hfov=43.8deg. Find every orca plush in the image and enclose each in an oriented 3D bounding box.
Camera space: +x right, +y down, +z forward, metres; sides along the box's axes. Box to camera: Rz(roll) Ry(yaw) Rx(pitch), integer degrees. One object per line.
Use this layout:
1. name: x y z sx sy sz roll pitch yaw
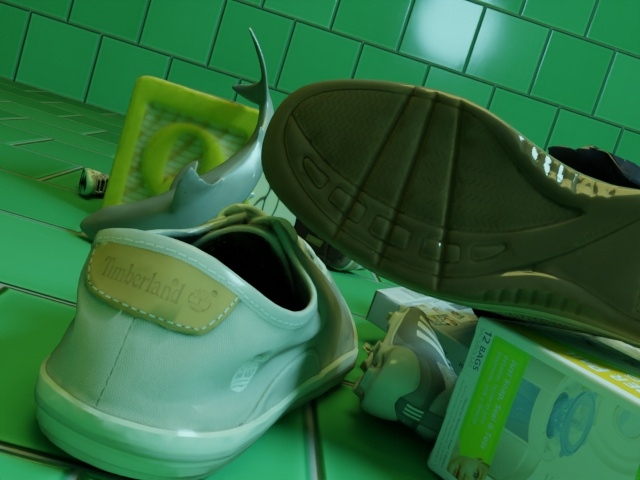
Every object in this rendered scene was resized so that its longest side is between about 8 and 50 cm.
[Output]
1. orca plush: 0.193 0.039 0.657 0.151 0.102 0.287 4 -26 -16

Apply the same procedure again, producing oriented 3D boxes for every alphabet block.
1. alphabet block: -0.135 -0.090 1.039 0.193 0.192 0.197 18 7 15

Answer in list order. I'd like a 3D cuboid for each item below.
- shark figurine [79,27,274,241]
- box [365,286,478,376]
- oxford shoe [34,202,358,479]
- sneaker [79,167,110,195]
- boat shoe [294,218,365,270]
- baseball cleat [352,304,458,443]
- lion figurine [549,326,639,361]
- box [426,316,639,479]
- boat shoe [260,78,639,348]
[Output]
1. shark figurine: -0.114 -0.076 0.835 0.166 0.278 0.116 39 -10 18
2. box: 0.160 0.101 0.798 0.186 0.038 0.145 30 21 36
3. oxford shoe: -0.050 0.038 0.591 0.169 0.130 0.449 17 7 9
4. sneaker: -0.303 -0.079 1.124 0.069 0.038 0.098 14 10 -20
5. boat shoe: 0.000 0.000 1.197 0.072 0.068 0.190 26 10 -45
6. baseball cleat: 0.082 0.113 0.638 0.109 0.072 0.206 32 15 5
7. lion figurine: 0.304 0.079 0.958 0.240 0.142 0.392 22 -13 19
8. box: 0.178 0.136 0.466 0.103 0.114 0.203 11 12 -35
9. boat shoe: 0.122 -0.002 0.521 0.341 0.121 0.110 23 -6 9
